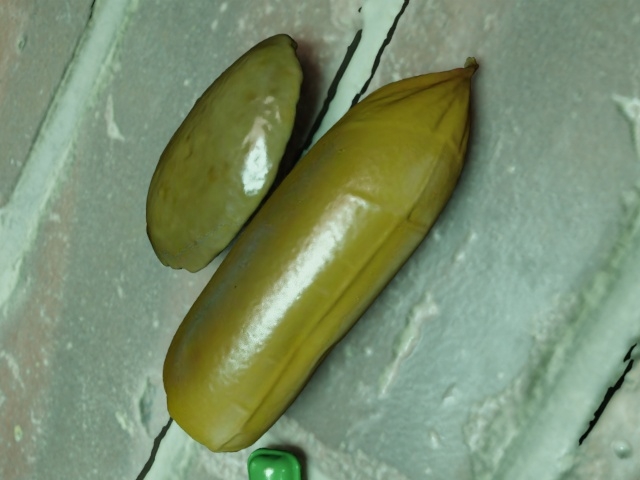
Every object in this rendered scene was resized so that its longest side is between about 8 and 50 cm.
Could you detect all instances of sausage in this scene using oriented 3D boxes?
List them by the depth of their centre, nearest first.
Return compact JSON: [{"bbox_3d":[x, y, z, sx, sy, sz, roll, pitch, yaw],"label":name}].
[{"bbox_3d":[0.004,0.003,0.501,0.112,0.112,0.328,41,101,21],"label":"sausage"}]

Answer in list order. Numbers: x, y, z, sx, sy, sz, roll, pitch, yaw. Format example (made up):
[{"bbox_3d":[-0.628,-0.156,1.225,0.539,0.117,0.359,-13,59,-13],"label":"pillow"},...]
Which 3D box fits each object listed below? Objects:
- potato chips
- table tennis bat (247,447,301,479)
[{"bbox_3d":[-0.085,-0.068,0.546,0.202,0.049,0.150,-48,38,30],"label":"potato chips"},{"bbox_3d":[-0.028,0.286,0.538,0.160,0.039,0.257,-4,88,22],"label":"table tennis bat"}]
